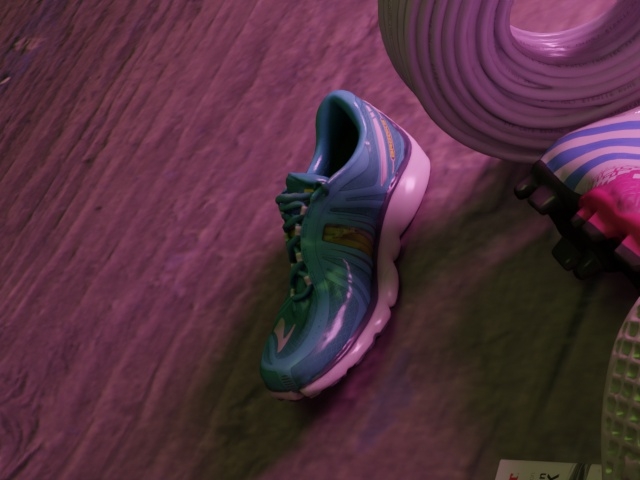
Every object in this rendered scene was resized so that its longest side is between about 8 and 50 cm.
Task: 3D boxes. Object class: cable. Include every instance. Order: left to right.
[{"bbox_3d":[0.166,-0.170,0.757,0.257,0.257,0.089,-31,42,20],"label":"cable"}]

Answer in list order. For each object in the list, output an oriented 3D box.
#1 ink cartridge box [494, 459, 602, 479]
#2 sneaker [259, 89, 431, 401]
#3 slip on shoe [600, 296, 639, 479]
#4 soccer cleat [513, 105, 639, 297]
[{"bbox_3d":[0.151,0.174,0.597,0.135,0.056,0.099,-7,51,42],"label":"ink cartridge box"},{"bbox_3d":[0.000,0.000,0.891,0.107,0.110,0.275,-14,46,38],"label":"sneaker"},{"bbox_3d":[0.204,0.160,0.422,0.123,0.101,0.331,-44,56,43],"label":"slip on shoe"},{"bbox_3d":[0.213,-0.022,0.625,0.143,0.116,0.331,-35,17,4],"label":"soccer cleat"}]
